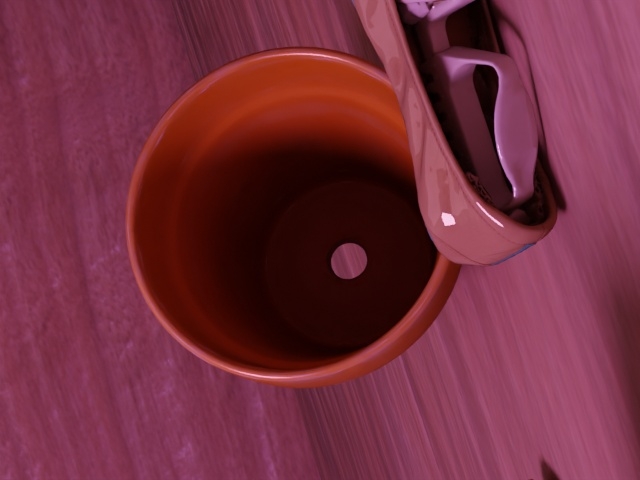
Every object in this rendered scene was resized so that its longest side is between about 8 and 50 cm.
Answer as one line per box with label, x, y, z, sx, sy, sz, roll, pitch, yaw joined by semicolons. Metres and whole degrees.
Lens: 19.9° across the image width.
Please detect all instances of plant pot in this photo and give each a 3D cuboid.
plant pot;0.000;0.000;1.175;0.188;0.205;0.205;43;-153;-74

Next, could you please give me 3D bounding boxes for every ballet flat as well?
ballet flat;0.068;-0.102;0.915;0.073;0.080;0.232;-10;101;55

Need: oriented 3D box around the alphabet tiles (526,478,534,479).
alphabet tiles;0.180;0.290;1.096;0.284;0.021;0.278;-132;26;-73
